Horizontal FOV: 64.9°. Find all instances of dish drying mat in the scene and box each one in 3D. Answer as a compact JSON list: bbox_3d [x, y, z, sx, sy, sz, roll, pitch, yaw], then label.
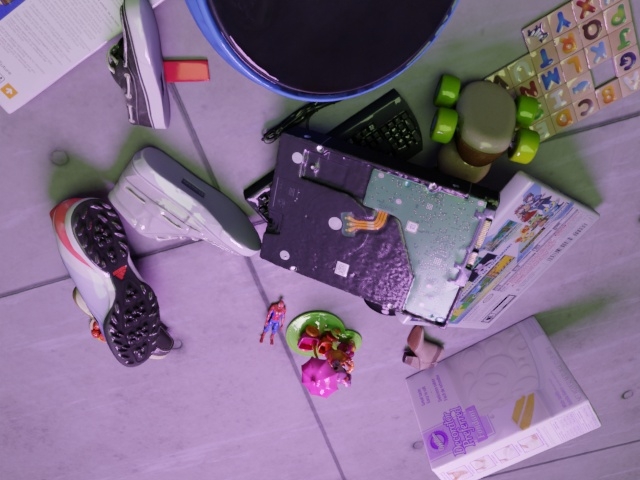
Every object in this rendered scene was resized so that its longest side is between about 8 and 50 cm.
[{"bbox_3d":[-0.212,-0.259,0.770,0.083,0.008,0.032,-3,122,-3],"label":"dish drying mat"}]

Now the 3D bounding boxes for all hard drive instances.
[{"bbox_3d":[0.080,-0.021,0.806,0.338,0.064,0.237,20,121,12],"label":"hard drive"}]

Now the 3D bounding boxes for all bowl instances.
[{"bbox_3d":[0.019,-0.357,0.619,0.390,0.077,0.391,-13,133,-14],"label":"bowl"}]

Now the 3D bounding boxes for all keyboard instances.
[{"bbox_3d":[0.005,-0.147,0.850,0.317,0.033,0.201,-33,120,14],"label":"keyboard"}]

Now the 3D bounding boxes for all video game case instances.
[{"bbox_3d":[0.331,0.041,0.931,0.299,0.036,0.329,11,125,-42],"label":"video game case"}]

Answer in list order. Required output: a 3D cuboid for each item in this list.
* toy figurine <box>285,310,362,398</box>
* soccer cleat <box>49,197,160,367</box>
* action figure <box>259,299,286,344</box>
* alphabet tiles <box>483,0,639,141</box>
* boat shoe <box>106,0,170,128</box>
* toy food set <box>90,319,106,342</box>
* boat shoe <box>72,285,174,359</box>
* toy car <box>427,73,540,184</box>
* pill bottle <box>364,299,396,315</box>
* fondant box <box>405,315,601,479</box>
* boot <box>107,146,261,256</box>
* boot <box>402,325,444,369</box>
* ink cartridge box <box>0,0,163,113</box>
[{"bbox_3d":[0.016,0.251,1.028,0.173,0.159,0.130,19,119,-18],"label":"toy figurine"},{"bbox_3d":[-0.376,0.075,0.886,0.116,0.108,0.319,5,118,37],"label":"soccer cleat"},{"bbox_3d":[-0.096,0.169,1.044,0.038,0.030,0.115,16,118,-9],"label":"action figure"},{"bbox_3d":[0.394,-0.275,0.820,0.237,0.009,0.198,-29,121,12],"label":"alphabet tiles"},{"bbox_3d":[-0.258,-0.238,0.700,0.070,0.078,0.219,2,147,-8],"label":"boat shoe"},{"bbox_3d":[-0.424,0.180,1.020,0.082,0.020,0.083,34,113,-24],"label":"toy food set"},{"bbox_3d":[-0.365,0.147,0.971,0.073,0.080,0.223,-35,115,22],"label":"boat shoe"},{"bbox_3d":[0.242,-0.152,0.835,0.154,0.149,0.188,15,147,-1],"label":"toy car"},{"bbox_3d":[0.143,0.025,0.918,0.122,0.123,0.219,5,122,-9],"label":"pill bottle"},{"bbox_3d":[0.368,0.340,1.073,0.330,0.238,0.096,-32,121,14],"label":"fondant box"},{"bbox_3d":[-0.233,-0.037,0.870,0.258,0.095,0.123,41,117,-17],"label":"boot"},{"bbox_3d":[0.235,0.238,1.117,0.086,0.042,0.119,7,123,-18],"label":"boot"},{"bbox_3d":[-0.344,-0.343,0.669,0.370,0.069,0.176,-28,120,15],"label":"ink cartridge box"}]
